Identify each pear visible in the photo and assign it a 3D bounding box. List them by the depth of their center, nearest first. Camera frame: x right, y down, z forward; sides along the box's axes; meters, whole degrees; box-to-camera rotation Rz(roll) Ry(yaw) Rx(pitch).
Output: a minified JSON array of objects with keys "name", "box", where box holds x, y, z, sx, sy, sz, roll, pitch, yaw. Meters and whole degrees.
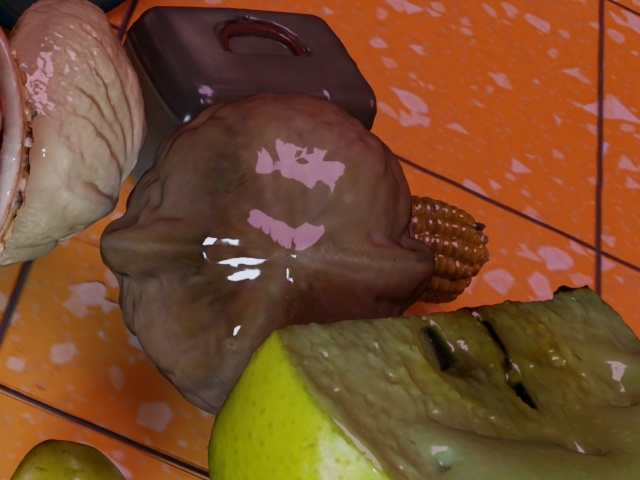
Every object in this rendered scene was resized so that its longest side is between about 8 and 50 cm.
[{"name":"pear","box":[-0.170,0.173,1.315,0.092,0.092,0.097,1,46,-35]},{"name":"pear","box":[0.117,0.206,1.342,0.342,0.238,0.318,-4,46,-41]}]

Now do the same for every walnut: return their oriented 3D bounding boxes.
[{"name":"walnut","box":[-0.036,0.013,1.458,0.248,0.248,0.248,20,37,-16]}]

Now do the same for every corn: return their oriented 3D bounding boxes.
[{"name":"corn","box":[0.000,0.000,1.643,0.291,0.101,0.101,4,43,-28]}]

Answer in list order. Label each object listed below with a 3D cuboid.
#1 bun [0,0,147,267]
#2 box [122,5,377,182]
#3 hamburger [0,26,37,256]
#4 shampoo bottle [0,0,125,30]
[{"name":"bun","box":[-0.206,-0.070,1.474,0.134,0.220,0.220,30,35,-11]},{"name":"box","box":[-0.072,-0.117,1.699,0.210,0.129,0.148,-2,47,-37]},{"name":"hamburger","box":[-0.325,-0.060,1.311,0.300,0.300,0.176,48,22,23]},{"name":"shampoo bottle","box":[-0.279,-0.413,1.734,0.342,0.331,0.331,43,37,18]}]
